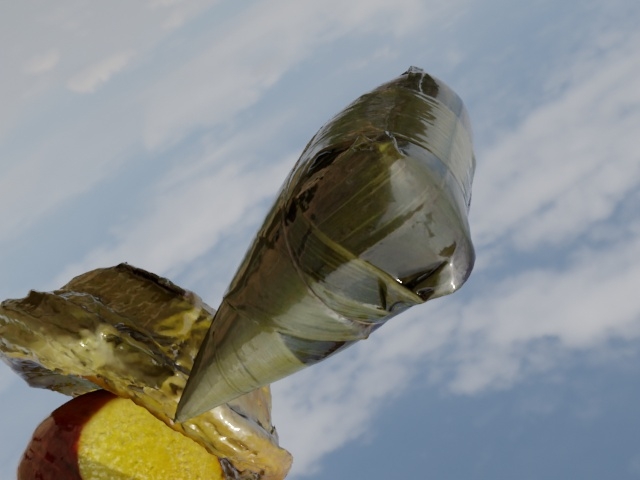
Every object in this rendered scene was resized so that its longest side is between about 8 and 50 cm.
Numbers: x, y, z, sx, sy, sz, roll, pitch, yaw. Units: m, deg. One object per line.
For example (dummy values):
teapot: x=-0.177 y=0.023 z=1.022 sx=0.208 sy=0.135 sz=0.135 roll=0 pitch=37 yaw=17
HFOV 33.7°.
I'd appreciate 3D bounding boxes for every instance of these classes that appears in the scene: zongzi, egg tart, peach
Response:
zongzi: x=0.000 y=0.000 z=0.955 sx=0.317 sy=0.154 sz=0.289 roll=-39 pitch=-169 yaw=24
egg tart: x=-0.169 y=0.130 z=1.091 sx=0.352 sy=0.352 sz=0.150 roll=0 pitch=-123 yaw=55
peach: x=-0.184 y=0.235 z=0.997 sx=0.192 sy=0.190 sz=0.190 roll=7 pitch=-138 yaw=36
